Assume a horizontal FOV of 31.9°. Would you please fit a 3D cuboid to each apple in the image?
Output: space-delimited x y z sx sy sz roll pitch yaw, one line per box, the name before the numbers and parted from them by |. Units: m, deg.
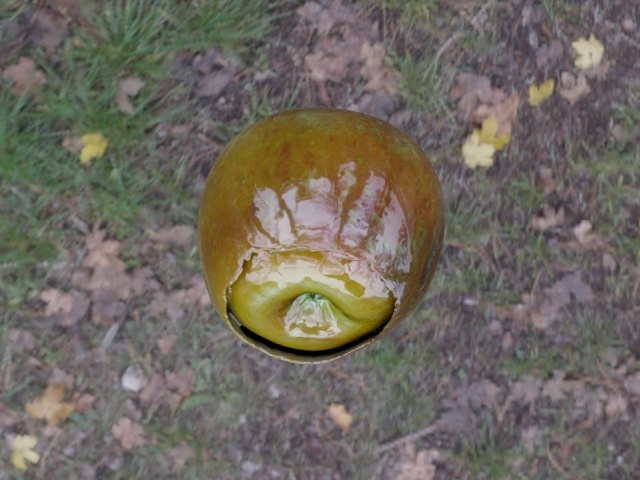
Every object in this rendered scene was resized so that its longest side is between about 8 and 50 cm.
apple | 0.000 0.000 1.014 0.237 0.208 0.237 4 160 1
